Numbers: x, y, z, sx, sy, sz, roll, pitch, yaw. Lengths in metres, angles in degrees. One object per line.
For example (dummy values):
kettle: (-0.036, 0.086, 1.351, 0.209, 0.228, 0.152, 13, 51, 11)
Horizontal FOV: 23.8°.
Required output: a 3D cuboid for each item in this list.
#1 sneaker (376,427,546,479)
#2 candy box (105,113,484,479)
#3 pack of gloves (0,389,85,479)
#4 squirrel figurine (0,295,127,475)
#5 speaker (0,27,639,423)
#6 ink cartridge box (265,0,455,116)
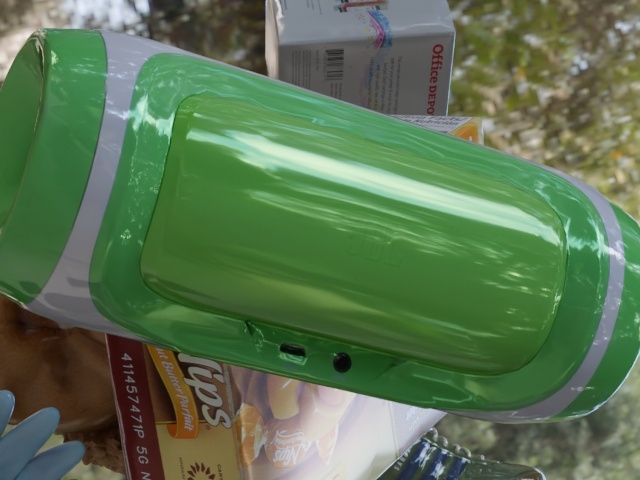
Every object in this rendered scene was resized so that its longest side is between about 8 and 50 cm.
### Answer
sneaker: (0.082, 0.170, 1.185, 0.064, 0.192, 0.086, 115, -29, -72)
candy box: (0.003, 0.051, 0.927, 0.087, 0.316, 0.183, 6, -68, 30)
pack of gloves: (-0.243, 0.132, 0.737, 0.195, 0.232, 0.046, 46, 5, -27)
squirrel figurine: (-0.132, 0.071, 1.453, 0.370, 0.281, 0.397, -14, -58, 22)
speaker: (0.000, 0.000, 0.683, 0.131, 0.296, 0.131, -45, -143, 49)
ink cartridge box: (0.037, -0.194, 1.521, 0.128, 0.176, 0.127, 93, -8, -46)
